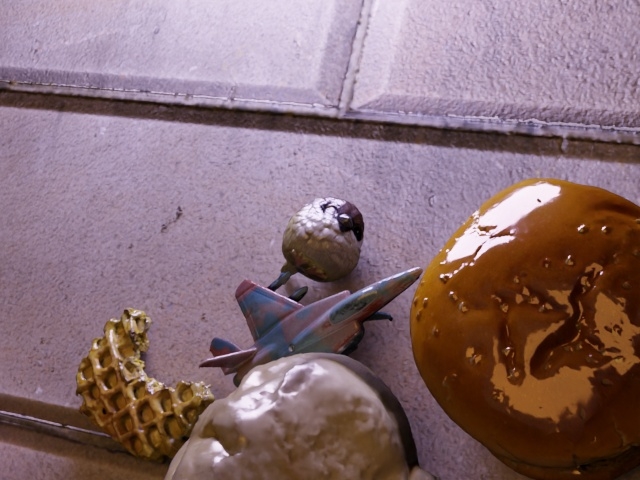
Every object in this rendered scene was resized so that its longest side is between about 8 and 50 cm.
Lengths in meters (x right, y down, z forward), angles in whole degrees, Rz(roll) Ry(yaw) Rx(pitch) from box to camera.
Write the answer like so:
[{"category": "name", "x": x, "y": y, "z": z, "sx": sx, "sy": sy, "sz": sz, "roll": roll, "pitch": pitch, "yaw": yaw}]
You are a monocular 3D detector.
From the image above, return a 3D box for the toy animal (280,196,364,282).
[{"category": "toy animal", "x": 0.000, "y": 0.000, "z": 1.601, "sx": 0.137, "sy": 0.098, "sz": 0.098, "roll": 153, "pitch": 126, "yaw": -65}]

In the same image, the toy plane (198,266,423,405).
[{"category": "toy plane", "x": 0.000, "y": 0.110, "z": 1.538, "sx": 0.326, "sy": 0.104, "sz": 0.223, "roll": -31, "pitch": 63, "yaw": 27}]

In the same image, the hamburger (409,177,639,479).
[{"category": "hamburger", "x": 0.242, "y": 0.086, "z": 1.407, "sx": 0.290, "sy": 0.170, "sz": 0.314, "roll": -48, "pitch": 59, "yaw": -2}]

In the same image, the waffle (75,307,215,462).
[{"category": "waffle", "x": -0.214, "y": 0.176, "z": 1.664, "sx": 0.194, "sy": 0.051, "sz": 0.149, "roll": 31, "pitch": 91, "yaw": 30}]

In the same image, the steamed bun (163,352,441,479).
[{"category": "steamed bun", "x": -0.012, "y": 0.318, "z": 1.404, "sx": 0.324, "sy": 0.230, "sz": 0.372, "roll": -34, "pitch": 85, "yaw": -29}]
